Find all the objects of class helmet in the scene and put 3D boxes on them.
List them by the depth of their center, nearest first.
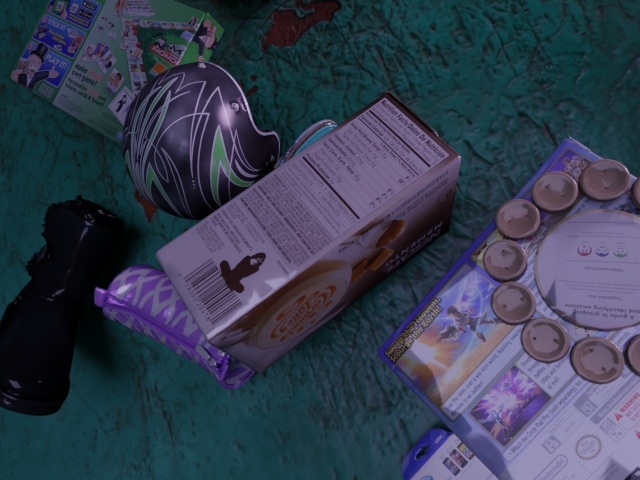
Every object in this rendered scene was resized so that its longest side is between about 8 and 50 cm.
[{"bbox_3d":[-0.141,-0.109,0.531,0.170,0.161,0.169,-4,79,21],"label":"helmet"}]

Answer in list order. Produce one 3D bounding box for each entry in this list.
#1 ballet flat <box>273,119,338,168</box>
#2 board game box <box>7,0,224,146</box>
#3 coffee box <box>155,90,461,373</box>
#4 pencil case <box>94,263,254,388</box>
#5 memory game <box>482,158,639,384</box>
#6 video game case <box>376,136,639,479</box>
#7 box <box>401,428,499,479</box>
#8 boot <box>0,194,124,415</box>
[{"bbox_3d":[-0.042,-0.059,0.542,0.070,0.070,0.188,29,88,23],"label":"ballet flat"},{"bbox_3d":[-0.317,-0.277,0.693,0.317,0.046,0.213,31,92,23],"label":"board game box"},{"bbox_3d":[0.000,0.000,0.433,0.246,0.141,0.098,-36,65,-8],"label":"coffee box"},{"bbox_3d":[-0.159,0.098,0.543,0.206,0.088,0.086,21,112,25],"label":"pencil case"},{"bbox_3d":[0.228,0.022,0.375,0.186,0.012,0.186,-6,75,23],"label":"memory game"},{"bbox_3d":[0.227,0.087,0.401,0.244,0.061,0.269,43,98,26],"label":"video game case"},{"bbox_3d":[0.143,0.242,0.434,0.136,0.028,0.081,43,97,24],"label":"box"},{"bbox_3d":[-0.322,0.060,0.574,0.207,0.094,0.246,-61,35,4],"label":"boot"}]
